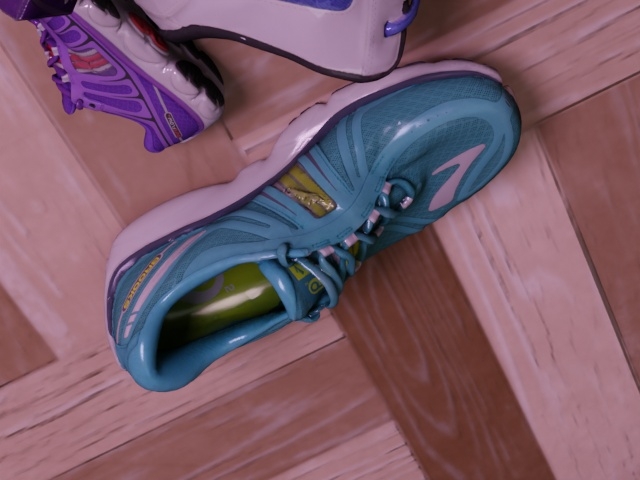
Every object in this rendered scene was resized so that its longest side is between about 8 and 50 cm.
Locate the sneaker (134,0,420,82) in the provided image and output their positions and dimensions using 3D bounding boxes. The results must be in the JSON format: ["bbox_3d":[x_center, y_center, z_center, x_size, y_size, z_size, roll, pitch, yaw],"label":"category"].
[{"bbox_3d":[0.024,-0.188,0.602,0.316,0.127,0.182,-25,127,12],"label":"sneaker"}]

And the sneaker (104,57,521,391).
[{"bbox_3d":[0.000,0.000,0.709,0.275,0.110,0.107,-33,122,8],"label":"sneaker"}]

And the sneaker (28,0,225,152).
[{"bbox_3d":[-0.125,-0.103,0.646,0.071,0.068,0.170,-37,122,18],"label":"sneaker"}]

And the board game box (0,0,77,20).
[{"bbox_3d":[-0.123,-0.287,0.478,0.208,0.056,0.346,33,114,9],"label":"board game box"}]
